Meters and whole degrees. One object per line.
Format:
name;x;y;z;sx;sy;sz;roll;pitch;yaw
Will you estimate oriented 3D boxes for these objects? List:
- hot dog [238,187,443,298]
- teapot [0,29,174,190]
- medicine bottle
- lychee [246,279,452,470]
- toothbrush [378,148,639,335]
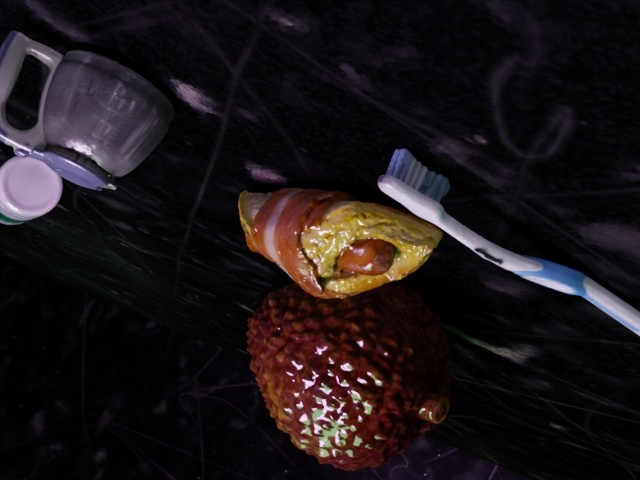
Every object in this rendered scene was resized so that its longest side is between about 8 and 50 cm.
hot dog;0.001;0.006;0.836;0.123;0.093;0.261;36;162;-34
teapot;-0.210;-0.108;0.753;0.111;0.108;0.149;9;159;41
medicine bottle;-0.465;-0.073;1.317;0.095;0.095;0.260;31;166;-23
lychee;0.034;0.143;1.005;0.271;0.236;0.236;33;173;37
toothbrush;0.202;0.036;0.725;0.386;0.040;0.040;31;164;-22
